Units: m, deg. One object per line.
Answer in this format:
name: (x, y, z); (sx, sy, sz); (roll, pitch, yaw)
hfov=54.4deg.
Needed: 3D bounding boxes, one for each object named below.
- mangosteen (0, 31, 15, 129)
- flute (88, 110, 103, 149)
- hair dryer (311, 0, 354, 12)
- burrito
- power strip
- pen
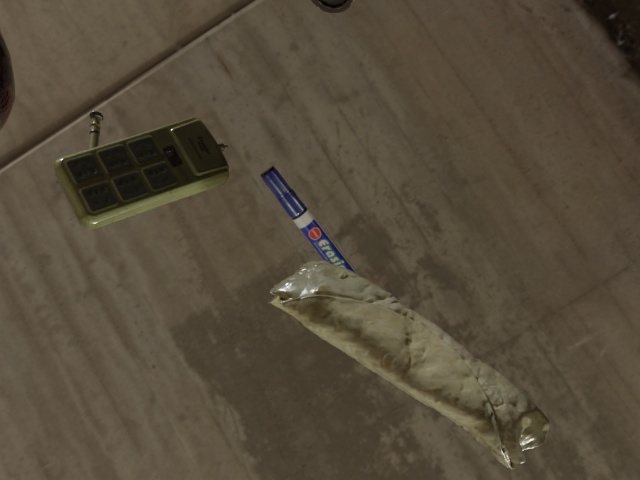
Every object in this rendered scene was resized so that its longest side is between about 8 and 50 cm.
mangosteen: (-0.601, -0.245, 0.897); (0.311, 0.311, 0.311); (58, -178, -3)
flute: (-0.402, -0.134, 1.094); (0.027, 0.027, 0.233); (55, -157, -55)
hair dryer: (0.090, -0.516, 1.045); (0.090, 0.135, 0.278); (37, 144, -15)
burrito: (0.076, 0.103, 0.562); (0.275, 0.082, 0.059); (35, 141, 19)
power strip: (-0.162, -0.070, 0.603); (0.076, 0.168, 0.028); (57, 149, 12)
pen: (0.000, 0.000, 0.702); (0.204, 0.025, 0.025); (52, -176, -21)
